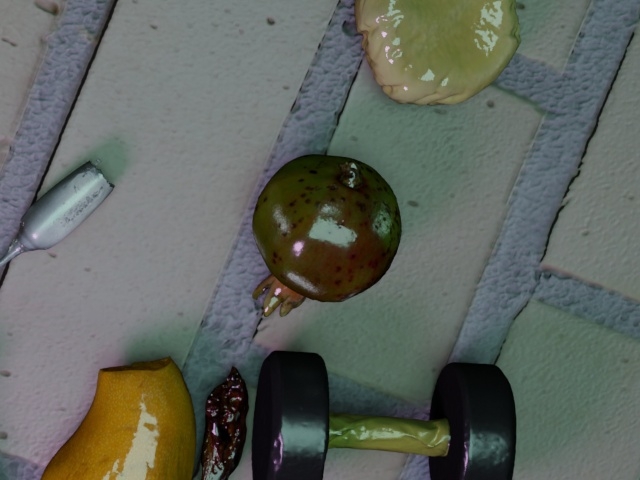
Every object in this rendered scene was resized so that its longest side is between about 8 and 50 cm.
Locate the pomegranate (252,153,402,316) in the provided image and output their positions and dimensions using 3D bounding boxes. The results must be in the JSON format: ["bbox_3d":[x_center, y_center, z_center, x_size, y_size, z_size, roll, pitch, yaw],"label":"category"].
[{"bbox_3d":[-0.012,0.000,1.874,0.246,0.198,0.198,-35,100,14],"label":"pomegranate"}]

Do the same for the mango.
[{"bbox_3d":[-0.264,0.319,1.881,0.187,0.144,0.359,29,87,-13],"label":"mango"}]

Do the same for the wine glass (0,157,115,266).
[{"bbox_3d":[-0.373,-0.007,1.870,0.262,0.074,0.074,-41,100,-4],"label":"wine glass"}]

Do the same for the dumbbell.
[{"bbox_3d":[0.080,0.253,1.902,0.322,0.204,0.204,4,95,-10],"label":"dumbbell"}]

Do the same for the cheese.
[{"bbox_3d":[0.159,-0.288,1.909,0.226,0.117,0.214,-27,105,-10],"label":"cheese"}]

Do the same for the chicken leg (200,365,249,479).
[{"bbox_3d":[-0.137,0.275,1.930,0.048,0.089,0.219,15,95,29],"label":"chicken leg"}]
